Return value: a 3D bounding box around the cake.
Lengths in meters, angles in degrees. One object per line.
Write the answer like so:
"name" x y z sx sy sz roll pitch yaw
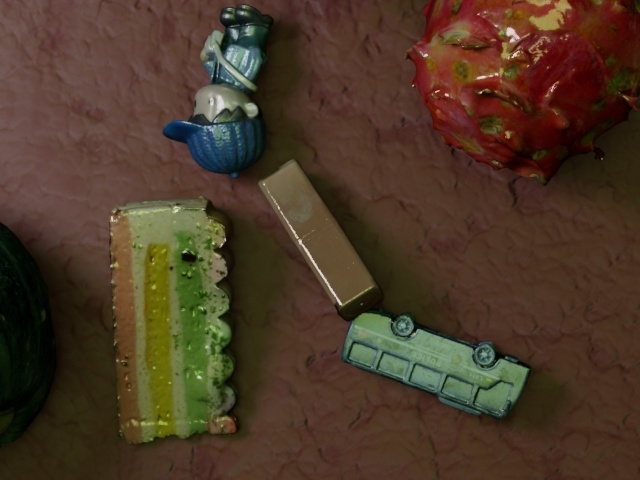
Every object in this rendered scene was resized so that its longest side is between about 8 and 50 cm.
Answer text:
"cake" -0.130 0.067 1.655 0.109 0.090 0.225 -1 105 1

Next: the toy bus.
"toy bus" 0.102 0.107 1.636 0.166 0.047 0.065 20 93 5

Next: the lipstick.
"lipstick" 0.000 0.000 1.626 0.045 0.045 0.145 -34 67 1

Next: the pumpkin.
"pumpkin" -0.372 0.071 1.553 0.293 0.197 0.263 -26 80 -20

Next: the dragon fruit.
"dragon fruit" 0.200 -0.182 1.575 0.268 0.210 0.205 -37 125 3

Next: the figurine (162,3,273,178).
"figurine" -0.082 -0.133 1.651 0.087 0.086 0.149 25 73 -35
